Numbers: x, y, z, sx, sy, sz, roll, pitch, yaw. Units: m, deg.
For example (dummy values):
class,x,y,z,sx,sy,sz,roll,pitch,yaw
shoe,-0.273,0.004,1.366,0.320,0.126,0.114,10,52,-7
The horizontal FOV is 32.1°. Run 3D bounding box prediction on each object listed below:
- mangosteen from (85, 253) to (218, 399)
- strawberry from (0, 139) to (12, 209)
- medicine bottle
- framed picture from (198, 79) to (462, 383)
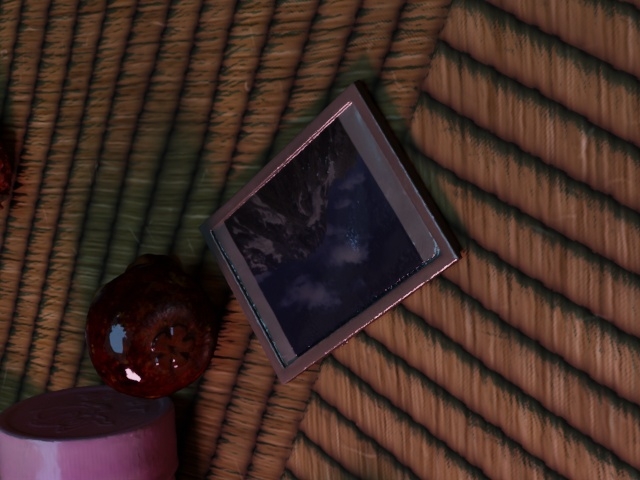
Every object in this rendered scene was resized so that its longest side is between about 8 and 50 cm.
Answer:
class,x,y,z,sx,sy,sz,roll,pitch,yaw
mangosteen,-0.193,0.101,1.255,0.145,0.156,0.181,50,161,-9
strawberry,-0.466,-0.108,1.470,0.192,0.085,0.140,30,125,39
medicine bottle,-0.263,0.353,1.305,0.212,0.212,0.325,6,101,40
framed picture,0.000,0.000,1.136,0.281,0.019,0.208,-42,72,37
